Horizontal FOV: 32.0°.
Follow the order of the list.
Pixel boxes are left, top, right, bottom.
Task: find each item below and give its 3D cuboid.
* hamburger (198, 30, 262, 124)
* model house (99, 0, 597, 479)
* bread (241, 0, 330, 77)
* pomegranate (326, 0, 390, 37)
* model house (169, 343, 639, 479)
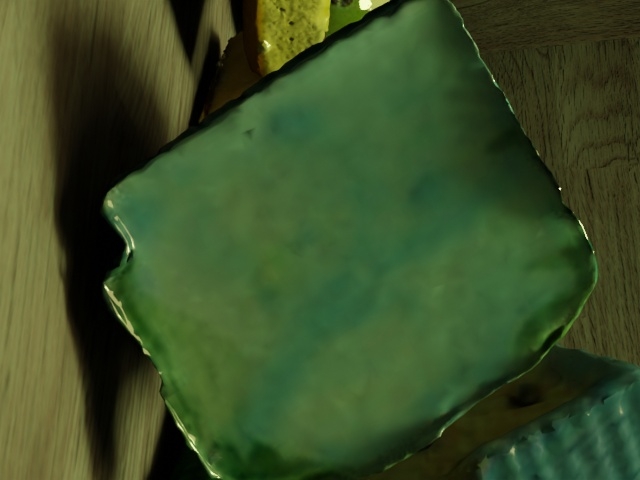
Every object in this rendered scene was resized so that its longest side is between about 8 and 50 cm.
[{"bbox_3d":[-0.035,-0.094,0.983,0.262,0.131,0.124,-80,160,-48],"label":"hamburger"},{"bbox_3d":[0.000,0.000,0.737,0.226,0.261,0.241,58,-2,-12],"label":"model house"},{"bbox_3d":[-0.030,-0.298,1.006,0.361,0.077,0.138,-93,-173,-46],"label":"bread"},{"bbox_3d":[-0.005,-0.225,1.186,0.179,0.179,0.210,-65,179,-74],"label":"pomegranate"},{"bbox_3d":[0.096,0.256,0.756,0.382,0.343,0.334,-68,145,-60],"label":"model house"}]
